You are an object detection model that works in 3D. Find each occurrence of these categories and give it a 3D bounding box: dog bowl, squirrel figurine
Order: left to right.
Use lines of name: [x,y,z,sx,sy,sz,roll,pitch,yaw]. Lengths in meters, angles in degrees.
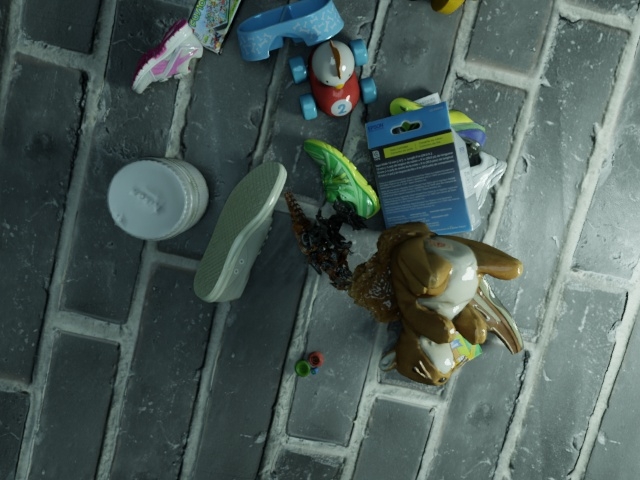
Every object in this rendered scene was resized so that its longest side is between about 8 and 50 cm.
dog bowl: [-0.089,-0.572,1.367,0.297,0.166,0.074,-10,131,14]
squirrel figurine: [0.253,0.164,1.328,0.281,0.397,0.371,-9,119,-31]

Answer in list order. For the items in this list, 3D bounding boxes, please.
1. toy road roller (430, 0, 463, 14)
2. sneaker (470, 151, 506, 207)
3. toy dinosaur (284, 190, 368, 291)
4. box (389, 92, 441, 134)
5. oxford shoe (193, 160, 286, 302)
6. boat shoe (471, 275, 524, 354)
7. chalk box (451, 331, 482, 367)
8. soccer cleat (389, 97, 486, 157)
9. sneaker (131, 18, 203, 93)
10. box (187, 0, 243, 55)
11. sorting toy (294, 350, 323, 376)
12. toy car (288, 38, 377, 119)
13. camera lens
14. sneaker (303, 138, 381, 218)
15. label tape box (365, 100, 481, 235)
toy road roller: [0.373,-0.784,1.371,0.240,0.202,0.330,9,102,-16]
sneaker: [0.442,-0.160,1.515,0.115,0.090,0.232,33,86,1]
toy dinosaur: [0.000,0.000,1.475,0.322,0.164,0.218,37,138,-12]
box: [0.303,-0.320,1.504,0.145,0.038,0.186,-21,97,0]
oxford shoe: [-0.217,-0.021,1.488,0.130,0.169,0.449,27,88,-47]
boat shoe: [0.488,0.206,1.549,0.120,0.122,0.324,-33,89,8]
chalk box: [0.361,0.256,1.506,0.132,0.132,0.213,-31,117,3]
soccer cleat: [0.334,-0.338,1.454,0.289,0.093,0.121,25,65,-2]
sneaker: [-0.425,-0.486,1.421,0.252,0.103,0.111,-34,131,20]
box: [-0.295,-0.644,1.439,0.114,0.036,0.207,25,96,-5]
sorting toy: [-0.028,0.385,1.589,0.102,0.042,0.061,-36,82,15]
toy car: [0.038,-0.447,1.377,0.219,0.238,0.210,-15,98,0]
camera lens: [-0.430,-0.117,1.384,0.219,0.274,0.219,0,97,-2]
sneaker: [0.049,-0.172,1.478,0.123,0.109,0.295,-43,97,0]
label tape box: [0.285,-0.186,1.430,0.249,0.115,0.348,-9,98,33]
